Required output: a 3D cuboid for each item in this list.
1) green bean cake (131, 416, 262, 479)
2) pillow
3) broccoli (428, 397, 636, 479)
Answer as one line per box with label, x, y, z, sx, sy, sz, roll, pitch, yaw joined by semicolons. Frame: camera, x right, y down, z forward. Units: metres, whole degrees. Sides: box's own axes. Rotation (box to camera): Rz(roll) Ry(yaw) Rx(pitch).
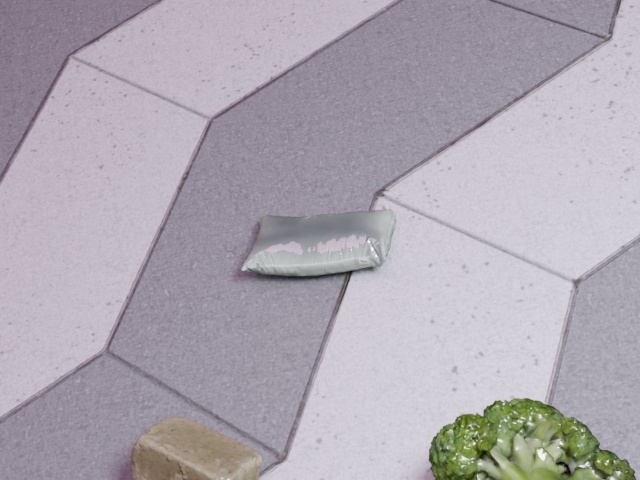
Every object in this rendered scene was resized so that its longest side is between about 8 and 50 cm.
green bean cake;-0.188;0.342;1.939;0.179;0.085;0.109;22;28;28
pillow;-0.001;-0.001;2.180;0.254;0.078;0.144;-4;43;12
broccoli;0.312;0.353;1.769;0.254;0.186;0.302;-3;38;-40
